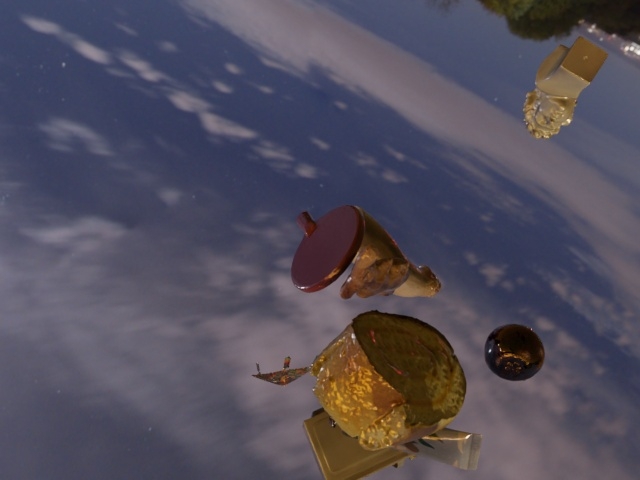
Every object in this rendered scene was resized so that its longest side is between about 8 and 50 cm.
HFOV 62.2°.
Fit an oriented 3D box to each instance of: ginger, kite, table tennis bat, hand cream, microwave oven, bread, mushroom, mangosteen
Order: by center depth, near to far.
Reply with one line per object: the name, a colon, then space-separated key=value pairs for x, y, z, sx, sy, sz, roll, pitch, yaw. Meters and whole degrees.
bread: x=0.114 y=0.210 z=0.796 sx=0.257 sy=0.124 sz=0.186 roll=11 pitch=-133 yaw=-42
hand cream: x=0.147 y=0.348 z=0.956 sx=0.271 sy=0.091 sz=0.058 roll=9 pitch=-152 yaw=19
microwave oven: x=0.082 y=0.404 z=1.090 sx=0.204 sy=0.129 sz=0.163 roll=-19 pitch=-113 yaw=-11
ginger: x=0.138 y=0.096 z=1.321 sx=0.080 sy=0.166 sz=0.333 roll=50 pitch=-165 yaw=21
mangosteen: x=0.491 y=0.278 z=1.349 sx=0.152 sy=0.153 sz=0.153 roll=21 pitch=-148 yaw=-14
kite: x=-0.090 y=0.340 z=1.374 sx=0.182 sy=0.160 sz=0.010 roll=-6 pitch=-129 yaw=-12
table tennis bat: x=0.000 y=0.000 z=1.482 sx=0.051 sy=0.268 sz=0.415 roll=37 pitch=-175 yaw=-24
mushroom: x=0.222 y=0.070 z=1.621 sx=0.397 sy=0.126 sz=0.177 roll=43 pitch=-135 yaw=-21

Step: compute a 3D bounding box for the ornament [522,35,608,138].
ornament: x=0.534 y=-0.344 z=1.181 sx=0.120 sy=0.285 sz=0.130 roll=36 pitch=-104 yaw=17
